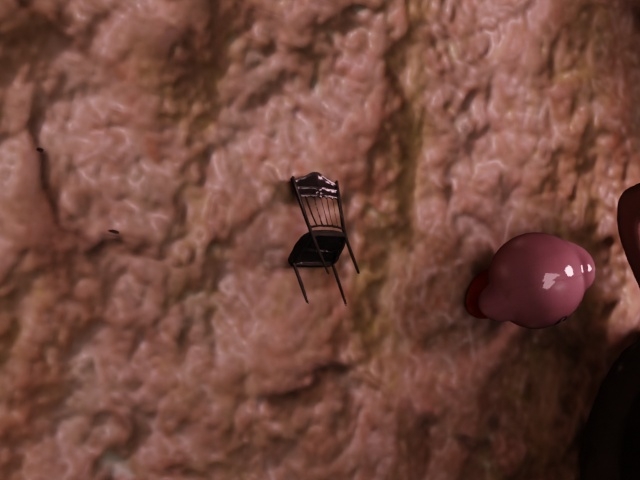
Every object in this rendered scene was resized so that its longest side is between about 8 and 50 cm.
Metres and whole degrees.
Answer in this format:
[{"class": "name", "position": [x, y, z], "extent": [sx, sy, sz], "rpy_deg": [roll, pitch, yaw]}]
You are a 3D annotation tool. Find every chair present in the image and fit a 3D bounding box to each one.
[{"class": "chair", "position": [-0.001, 0.001, 1.078], "extent": [0.037, 0.042, 0.086], "rpy_deg": [4, 52, -26]}]

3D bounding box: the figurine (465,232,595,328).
[{"class": "figurine", "position": [0.146, 0.029, 1.122], "extent": [0.083, 0.071, 0.067], "rpy_deg": [-26, 99, -21]}]

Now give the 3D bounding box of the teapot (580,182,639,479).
[{"class": "teapot", "position": [0.324, 0.116, 1.049], "extent": [0.306, 0.362, 0.376], "rpy_deg": [-23, 87, -19]}]
